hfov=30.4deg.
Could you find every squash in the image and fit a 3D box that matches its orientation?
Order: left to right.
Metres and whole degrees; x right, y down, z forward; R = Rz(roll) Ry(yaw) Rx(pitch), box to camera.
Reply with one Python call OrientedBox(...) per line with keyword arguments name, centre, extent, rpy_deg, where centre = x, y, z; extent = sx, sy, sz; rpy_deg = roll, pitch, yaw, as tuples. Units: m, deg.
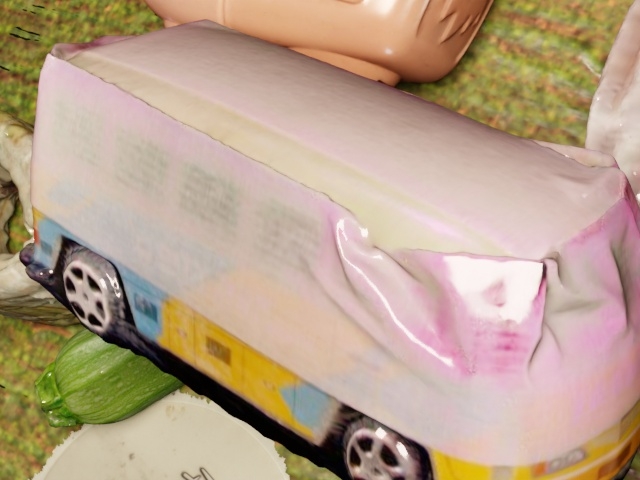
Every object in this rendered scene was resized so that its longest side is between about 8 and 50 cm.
OrientedBox(name="squash", centre=(-0.109, 0.063, 0.835), extent=(0.219, 0.068, 0.077), rpy_deg=(-35, 110, 7))

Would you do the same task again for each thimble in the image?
OrientedBox(name="thimble", centre=(-0.217, -0.011, 0.859), extent=(0.190, 0.143, 0.137), rpy_deg=(27, 86, 26))

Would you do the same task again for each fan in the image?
OrientedBox(name="fan", centre=(-0.178, 0.286, 0.832), extent=(0.415, 0.012, 0.233), rpy_deg=(-48, 63, 2))

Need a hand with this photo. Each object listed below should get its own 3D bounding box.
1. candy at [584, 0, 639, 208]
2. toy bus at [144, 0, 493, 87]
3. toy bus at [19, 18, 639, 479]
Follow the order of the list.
OrientedBox(name="candy", centre=(0.262, -0.048, 0.670), extent=(0.214, 0.157, 0.290), rpy_deg=(16, 76, 19))
OrientedBox(name="toy bus", centre=(-0.005, -0.212, 0.818), extent=(0.287, 0.194, 0.232), rpy_deg=(16, 94, 24))
OrientedBox(name="toy bus", centre=(0.000, 0.000, 0.640), extent=(0.386, 0.171, 0.162), rpy_deg=(26, 131, 35))
